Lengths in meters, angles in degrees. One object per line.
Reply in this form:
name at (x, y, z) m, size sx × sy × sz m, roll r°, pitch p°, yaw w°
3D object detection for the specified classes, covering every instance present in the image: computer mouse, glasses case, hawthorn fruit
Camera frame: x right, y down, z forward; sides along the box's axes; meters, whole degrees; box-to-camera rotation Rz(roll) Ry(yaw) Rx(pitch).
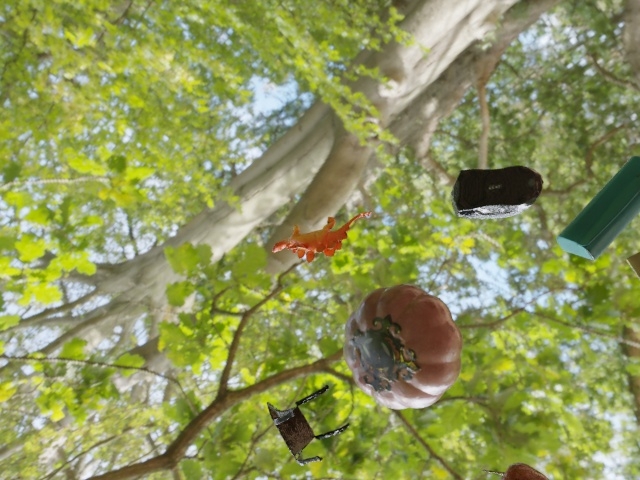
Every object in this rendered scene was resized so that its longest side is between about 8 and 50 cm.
computer mouse at (0.403, -0.111, 1.498) m, size 0.073 × 0.217 × 0.122 m, roll 34°, pitch -119°, yaw -52°
glasses case at (0.737, -0.087, 1.658) m, size 0.301 × 0.117 × 0.070 m, roll -44°, pitch -64°, yaw -9°
hawthorn fruit at (0.592, 0.732, 1.959) m, size 0.203 × 0.163 × 0.162 m, roll 45°, pitch -147°, yaw 25°

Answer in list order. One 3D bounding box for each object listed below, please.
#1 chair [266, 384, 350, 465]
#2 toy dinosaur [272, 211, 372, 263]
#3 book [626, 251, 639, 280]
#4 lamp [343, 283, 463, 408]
chair at (-0.057, 0.454, 1.583) m, size 0.149 × 0.213 × 0.174 m, roll -30°, pitch -91°, yaw -49°
toy dinosaur at (0.000, 0.000, 1.674) m, size 0.117 × 0.288 × 0.070 m, roll -83°, pitch -30°, yaw -44°
book at (0.754, 0.084, 1.351) m, size 0.192 × 0.167 × 0.013 m, roll 62°, pitch 175°, yaw 17°
lamp at (0.206, 0.253, 1.590) m, size 0.239 × 0.305 × 0.306 m, roll -6°, pitch -112°, yaw -54°
